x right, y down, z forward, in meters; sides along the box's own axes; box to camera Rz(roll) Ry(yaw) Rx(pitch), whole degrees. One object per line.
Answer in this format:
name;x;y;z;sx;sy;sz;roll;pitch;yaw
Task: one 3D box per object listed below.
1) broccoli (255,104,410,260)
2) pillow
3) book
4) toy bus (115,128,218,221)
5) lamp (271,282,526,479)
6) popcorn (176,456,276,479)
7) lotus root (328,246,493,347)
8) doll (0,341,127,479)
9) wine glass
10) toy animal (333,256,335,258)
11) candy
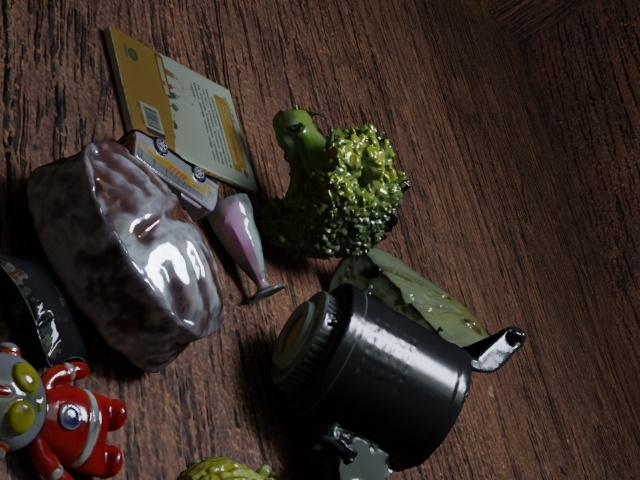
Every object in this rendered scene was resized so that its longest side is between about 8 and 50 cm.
broccoli;-0.006;-0.086;1.873;0.273;0.242;0.180;55;24;-1
pillow;-0.316;0.075;1.347;0.150;0.048;0.090;61;28;8
book;-0.214;-0.199;1.872;0.295;0.020;0.208;23;43;-52
toy bus;-0.220;-0.090;1.703;0.172;0.057;0.072;36;39;-39
lamp;0.072;0.182;1.699;0.272;0.205;0.374;48;59;-5
popcorn;-0.107;0.312;1.376;0.162;0.141;0.136;-36;100;-26
lotus root;0.155;0.147;2.045;0.267;0.149;0.260;49;16;22
doll;-0.297;0.178;1.240;0.245;0.076;0.142;36;47;-49
wine glass;-0.110;0.011;1.773;0.073;0.073;0.155;-6;67;-63
toy animal;0.001;0.000;2.043;0.084;0.028;0.050;33;44;-45
candy;-0.230;0.013;1.448;0.289;0.157;0.214;58;15;-7
